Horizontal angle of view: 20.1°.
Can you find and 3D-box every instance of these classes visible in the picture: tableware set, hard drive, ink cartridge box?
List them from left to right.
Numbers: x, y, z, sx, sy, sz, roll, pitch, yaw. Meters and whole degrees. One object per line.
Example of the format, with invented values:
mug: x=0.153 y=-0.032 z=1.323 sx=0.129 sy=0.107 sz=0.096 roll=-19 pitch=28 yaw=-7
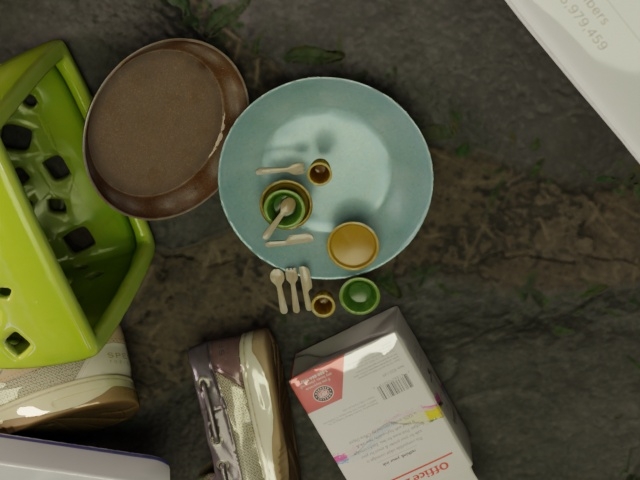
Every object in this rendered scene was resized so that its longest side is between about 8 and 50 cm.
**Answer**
hard drive: x=-0.285 y=0.317 z=1.737 sx=0.210 sy=0.040 sz=0.318 roll=10 pitch=127 yaw=-14
tableware set: x=0.000 y=0.000 z=1.625 sx=0.104 sy=0.024 sz=0.154 roll=-7 pitch=111 yaw=5
ink cartridge box: x=0.068 y=0.177 z=1.709 sx=0.115 sy=0.067 sz=0.198 roll=-25 pitch=107 yaw=13

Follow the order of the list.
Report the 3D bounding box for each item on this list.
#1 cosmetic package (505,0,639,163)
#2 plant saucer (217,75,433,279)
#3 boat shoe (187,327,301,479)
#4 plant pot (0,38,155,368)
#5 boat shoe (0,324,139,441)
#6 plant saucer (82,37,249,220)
cosmetic package: x=0.353 y=-0.260 z=1.380 sx=0.394 sy=0.329 sz=0.327 roll=-37 pitch=105 yaw=16
plant saucer: x=0.005 y=-0.060 z=1.634 sx=0.195 sy=0.037 sz=0.195 roll=1 pitch=111 yaw=3
boat shoe: x=-0.071 y=0.222 z=1.720 sx=0.092 sy=0.103 sz=0.285 roll=-3 pitch=108 yaw=10
plant pot: x=-0.298 y=-0.015 z=1.573 sx=0.207 sy=0.228 sz=0.227 roll=-16 pitch=111 yaw=15
boat shoe: x=-0.322 y=0.150 z=1.709 sx=0.302 sy=0.109 sz=0.098 roll=-16 pitch=71 yaw=9
plant saucer: x=-0.140 y=-0.101 z=1.591 sx=0.168 sy=0.029 sz=0.168 roll=-16 pitch=120 yaw=-29
